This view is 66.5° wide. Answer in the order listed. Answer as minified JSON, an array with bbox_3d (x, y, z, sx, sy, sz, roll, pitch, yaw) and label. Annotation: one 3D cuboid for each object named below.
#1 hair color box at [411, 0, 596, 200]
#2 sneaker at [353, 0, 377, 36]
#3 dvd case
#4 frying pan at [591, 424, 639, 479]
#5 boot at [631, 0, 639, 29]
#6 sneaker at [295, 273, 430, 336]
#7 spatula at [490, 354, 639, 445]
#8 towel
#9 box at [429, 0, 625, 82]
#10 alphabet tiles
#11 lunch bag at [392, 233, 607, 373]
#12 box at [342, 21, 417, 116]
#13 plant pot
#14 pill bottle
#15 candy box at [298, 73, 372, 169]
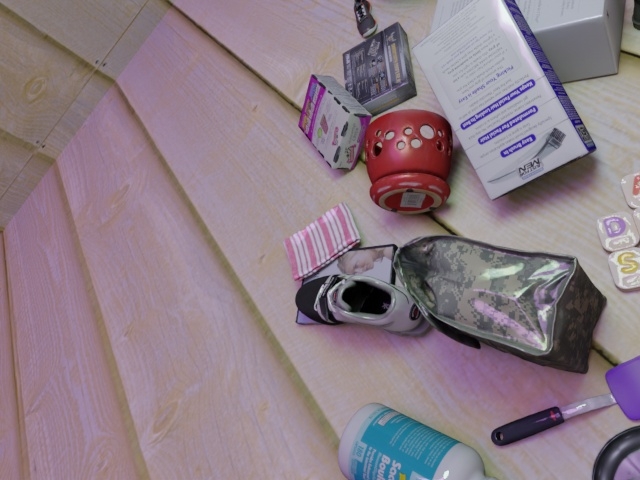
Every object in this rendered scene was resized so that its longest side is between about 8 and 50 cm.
[{"bbox_3d":[0.339,-0.268,0.916,0.185,0.110,0.338,-30,82,39],"label":"hair color box"},{"bbox_3d":[0.121,-0.669,1.447,0.061,0.065,0.157,-27,54,26],"label":"sneaker"},{"bbox_3d":[0.058,0.105,1.134,0.253,0.022,0.180,-8,64,36],"label":"dvd case"},{"bbox_3d":[0.466,0.411,0.642,0.197,0.053,0.325,-6,62,37],"label":"frying pan"},{"bbox_3d":[0.616,-0.450,0.843,0.190,0.208,0.076,13,76,42],"label":"boot"},{"bbox_3d":[0.054,0.115,1.019,0.331,0.146,0.122,0,69,40],"label":"sneaker"},{"bbox_3d":[0.405,0.266,0.770,0.297,0.030,0.084,-31,51,23],"label":"spatula"},{"bbox_3d":[0.000,0.000,1.205,0.197,0.029,0.144,-34,43,14],"label":"towel"},{"bbox_3d":[0.426,-0.455,1.026,0.346,0.168,0.214,2,70,40],"label":"box"},{"bbox_3d":[0.602,-0.013,0.762,0.284,0.021,0.277,-19,57,31],"label":"alphabet tiles"},{"bbox_3d":[0.282,0.099,0.811,0.287,0.235,0.168,14,80,42],"label":"lunch bag"},{"bbox_3d":[0.154,-0.452,1.316,0.183,0.056,0.230,-20,58,29],"label":"box"},{"bbox_3d":[0.187,-0.161,1.054,0.191,0.191,0.174,-9,66,35],"label":"plant pot"},{"bbox_3d":[0.169,0.387,0.817,0.264,0.146,0.146,12,76,42],"label":"pill bottle"},{"bbox_3d":[0.031,-0.315,1.287,0.233,0.071,0.159,58,142,41],"label":"candy box"}]
